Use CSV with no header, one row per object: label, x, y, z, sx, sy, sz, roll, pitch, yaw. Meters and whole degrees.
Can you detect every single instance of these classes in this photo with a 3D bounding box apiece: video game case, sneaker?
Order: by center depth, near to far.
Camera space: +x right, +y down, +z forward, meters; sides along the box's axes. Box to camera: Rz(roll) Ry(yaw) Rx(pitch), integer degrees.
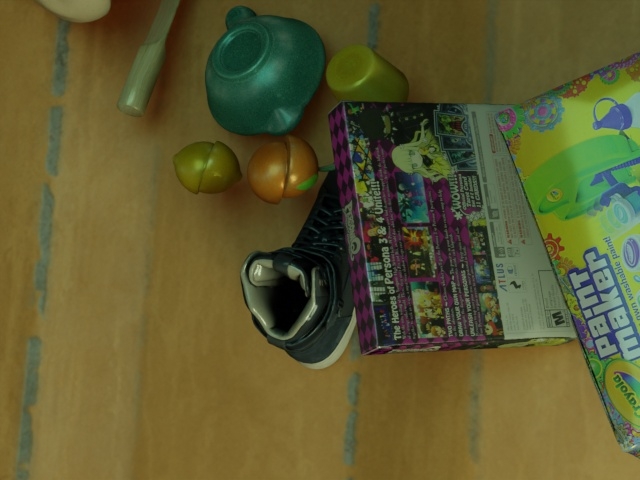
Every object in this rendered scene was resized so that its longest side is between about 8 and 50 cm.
video game case,0.121,-0.014,1.502,0.210,0.042,0.232,-2,74,-25
sneaker,0.002,0.001,1.542,0.086,0.163,0.226,12,81,22

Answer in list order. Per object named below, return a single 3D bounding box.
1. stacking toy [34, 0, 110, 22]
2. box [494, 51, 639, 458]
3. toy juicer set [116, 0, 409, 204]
stacking toy,-0.188,-0.488,1.666,0.480,0.350,0.350,-42,68,-10
box,0.300,0.023,1.372,0.177,0.279,0.290,-23,73,14
toy juicer set,-0.081,-0.139,1.632,0.329,0.089,0.209,31,83,38
